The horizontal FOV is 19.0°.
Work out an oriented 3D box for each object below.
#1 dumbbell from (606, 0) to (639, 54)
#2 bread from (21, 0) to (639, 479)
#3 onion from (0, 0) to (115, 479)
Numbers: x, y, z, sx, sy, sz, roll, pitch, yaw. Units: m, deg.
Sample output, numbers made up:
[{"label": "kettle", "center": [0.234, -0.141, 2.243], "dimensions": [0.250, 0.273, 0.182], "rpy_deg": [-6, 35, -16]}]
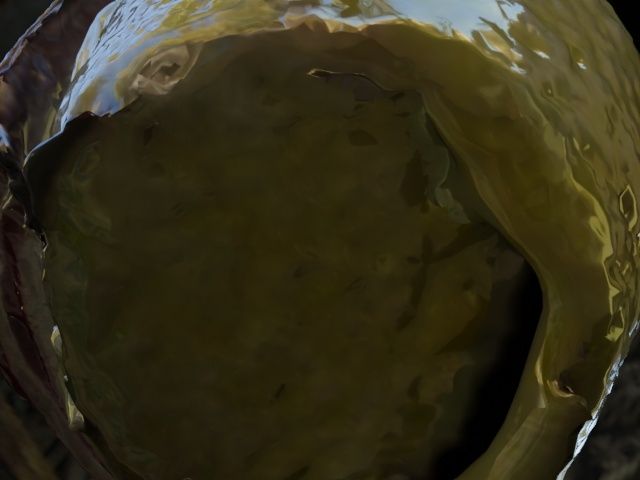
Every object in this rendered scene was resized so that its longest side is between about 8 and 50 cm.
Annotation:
[{"label": "dumbbell", "center": [0.194, -0.046, 0.865], "dimensions": [0.152, 0.218, 0.152], "rpy_deg": [-9, -59, -16]}, {"label": "bread", "center": [0.004, -0.001, 0.548], "dimensions": [0.170, 0.197, 0.197], "rpy_deg": [-62, -21, -64]}, {"label": "onion", "center": [-0.045, 0.008, 0.935], "dimensions": [0.314, 0.146, 0.280], "rpy_deg": [54, -138, -16]}]
